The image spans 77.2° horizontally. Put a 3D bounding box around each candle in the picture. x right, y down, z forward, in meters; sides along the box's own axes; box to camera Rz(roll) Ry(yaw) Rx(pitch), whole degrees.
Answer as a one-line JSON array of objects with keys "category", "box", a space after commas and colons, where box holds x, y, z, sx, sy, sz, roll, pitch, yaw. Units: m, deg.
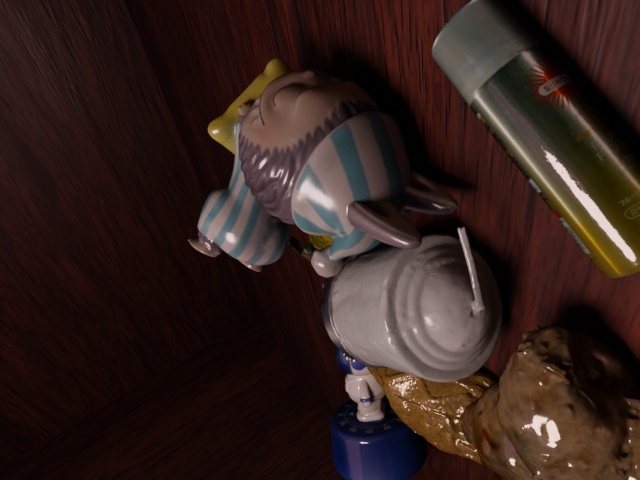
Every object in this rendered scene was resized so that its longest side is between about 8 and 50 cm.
[{"category": "candle", "box": [0.145, 0.107, 0.643, 0.221, 0.221, 0.342, 62, 159, -4]}]

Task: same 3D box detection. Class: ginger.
[{"category": "ginger", "box": [0.306, 0.250, 0.511, 0.256, 0.176, 0.375, 42, 151, 14]}]

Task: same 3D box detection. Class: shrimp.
[{"category": "shrimp", "box": [0.022, 0.035, 0.958, 0.198, 0.051, 0.262, 23, 164, -18]}]

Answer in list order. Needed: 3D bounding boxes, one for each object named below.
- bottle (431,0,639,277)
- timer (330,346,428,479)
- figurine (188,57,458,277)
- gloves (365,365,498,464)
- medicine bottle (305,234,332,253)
[{"category": "bottle", "box": [0.219, -0.104, 0.385, 0.286, 0.082, 0.082, 57, 159, 11]}, {"category": "timer", "box": [0.133, 0.427, 1.117, 0.270, 0.270, 0.383, 180, 78, -67]}, {"category": "figurine", "box": [-0.016, -0.061, 0.595, 0.266, 0.361, 0.378, 23, -169, -36]}, {"category": "gloves", "box": [0.223, 0.315, 0.822, 0.356, 0.155, 0.203, 13, 141, 55]}, {"category": "medicine bottle", "box": [0.000, 0.000, 1.067, 0.095, 0.064, 0.260, 53, 158, 8]}]
